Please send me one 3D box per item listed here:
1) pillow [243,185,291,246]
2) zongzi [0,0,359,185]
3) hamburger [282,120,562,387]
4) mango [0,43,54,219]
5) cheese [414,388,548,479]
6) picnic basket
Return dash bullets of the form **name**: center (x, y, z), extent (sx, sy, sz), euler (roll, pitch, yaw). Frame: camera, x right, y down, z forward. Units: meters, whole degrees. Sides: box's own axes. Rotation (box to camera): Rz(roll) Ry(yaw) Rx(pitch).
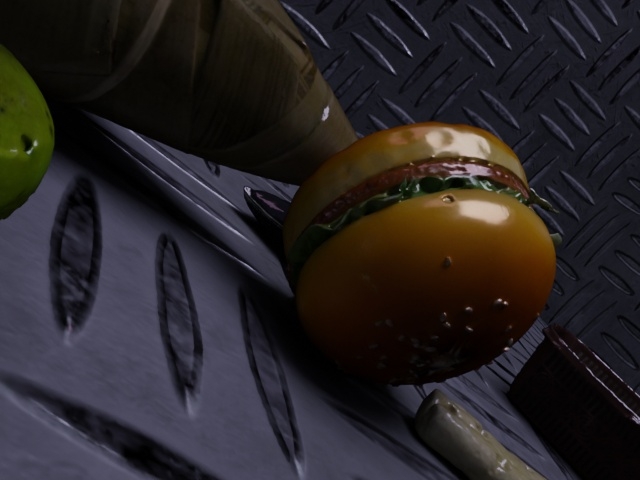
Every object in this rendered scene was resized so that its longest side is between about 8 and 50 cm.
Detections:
- **pillow**: center (0.000, 0.000, 0.915), extent (0.141, 0.055, 0.208), euler (40, 8, 22)
- **zongzi**: center (-0.190, -0.246, 0.754), extent (0.467, 0.218, 0.500), euler (36, 15, -40)
- **hamburger**: center (0.089, 0.030, 0.664), extent (0.246, 0.246, 0.170), euler (33, 33, -43)
- **mango**: center (-0.189, -0.049, 0.305), extent (0.119, 0.100, 0.178), euler (1, -6, 32)
- **cheese**: center (0.163, 0.211, 0.715), extent (0.194, 0.043, 0.065), euler (42, 9, -6)
- **picnic basket**: center (0.409, 0.270, 1.157), extent (0.297, 0.129, 0.222), euler (47, 13, 25)
